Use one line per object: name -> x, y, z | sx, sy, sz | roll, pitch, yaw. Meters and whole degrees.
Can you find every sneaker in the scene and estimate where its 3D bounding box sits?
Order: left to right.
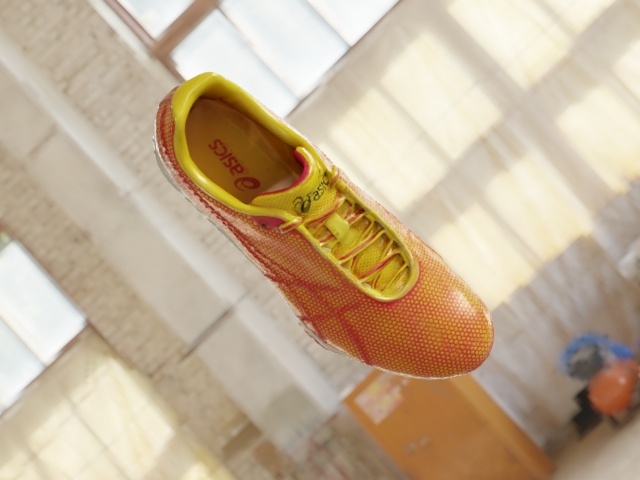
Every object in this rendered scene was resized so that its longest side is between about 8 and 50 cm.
sneaker -> 0.000, 0.000, 0.628 | 0.064, 0.175, 0.067 | -55, 6, -12
